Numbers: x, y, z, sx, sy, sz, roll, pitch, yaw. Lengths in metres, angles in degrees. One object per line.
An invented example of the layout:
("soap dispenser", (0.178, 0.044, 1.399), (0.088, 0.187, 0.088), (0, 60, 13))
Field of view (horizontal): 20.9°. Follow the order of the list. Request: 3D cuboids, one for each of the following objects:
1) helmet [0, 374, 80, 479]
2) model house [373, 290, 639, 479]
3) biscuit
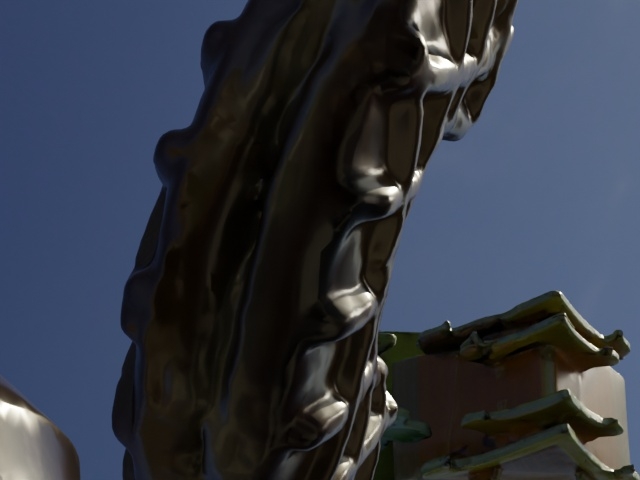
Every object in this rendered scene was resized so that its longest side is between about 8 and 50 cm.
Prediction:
("helmet", (-0.156, 0.122, 0.522), (0.177, 0.305, 0.225), (19, -99, -19))
("model house", (0.128, 0.140, 1.642), (0.358, 0.242, 0.313), (5, -28, -6))
("biscuit", (-0.003, -0.006, 0.860), (0.268, 0.115, 0.366), (-30, -45, -72))
